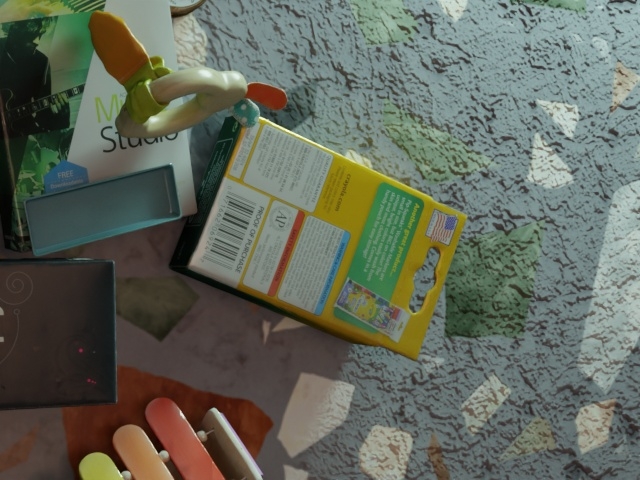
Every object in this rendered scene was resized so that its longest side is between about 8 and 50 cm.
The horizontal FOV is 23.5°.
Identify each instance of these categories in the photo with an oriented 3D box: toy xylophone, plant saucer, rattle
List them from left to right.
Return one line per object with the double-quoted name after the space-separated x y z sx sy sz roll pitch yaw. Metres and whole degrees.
-0.247 -0.036 1.742 0.192 0.018 0.067 -16 104 -32 "plant saucer"
-0.205 0.338 1.763 0.323 0.081 0.236 -35 70 -25 "toy xylophone"
-0.152 -0.194 1.762 0.200 0.130 0.142 -18 58 -30 "rattle"

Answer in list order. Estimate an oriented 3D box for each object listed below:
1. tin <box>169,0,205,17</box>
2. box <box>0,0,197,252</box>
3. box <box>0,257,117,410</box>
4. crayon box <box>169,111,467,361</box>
-0.160 -0.359 1.860 0.106 0.040 0.189 28 78 -25 "tin"
-0.269 -0.166 1.756 0.232 0.058 0.322 -14 102 -34 "box"
-0.372 0.103 1.703 0.270 0.143 0.165 -2 91 -24 "box"
0.000 0.000 1.899 0.323 0.083 0.203 24 80 -21 "crayon box"
